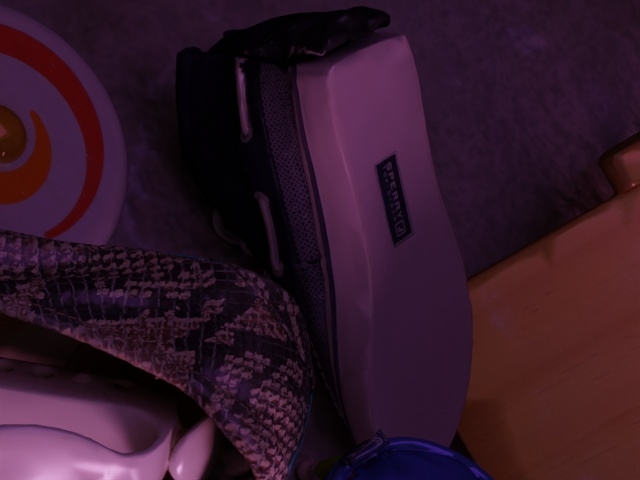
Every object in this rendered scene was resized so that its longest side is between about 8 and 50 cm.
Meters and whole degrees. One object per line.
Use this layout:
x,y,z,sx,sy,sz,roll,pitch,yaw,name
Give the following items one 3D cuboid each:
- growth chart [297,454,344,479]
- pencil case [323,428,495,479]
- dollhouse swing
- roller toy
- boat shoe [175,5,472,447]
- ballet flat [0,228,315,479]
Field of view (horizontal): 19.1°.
0.045,0.243,1.217,0.021,0.172,0.237,-3,75,-26,growth chart
0.009,0.228,1.114,0.133,0.306,0.119,-5,60,-26,pencil case
0.274,0.104,1.503,0.347,0.305,0.315,59,9,1,dollhouse swing
-0.222,-0.041,1.159,0.191,0.146,0.209,23,60,-25,roller toy
0.000,0.000,1.329,0.127,0.158,0.340,-27,115,-44,boat shoe
-0.240,0.060,0.993,0.483,0.164,0.182,11,36,-6,ballet flat
